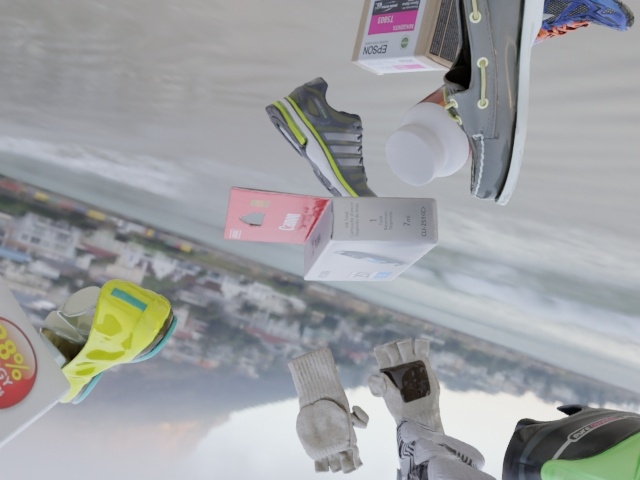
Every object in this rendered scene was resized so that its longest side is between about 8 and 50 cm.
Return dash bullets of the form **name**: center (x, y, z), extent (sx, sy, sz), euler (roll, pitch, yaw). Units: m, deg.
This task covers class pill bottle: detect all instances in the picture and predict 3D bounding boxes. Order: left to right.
- **pill bottle**: center (0.199, -0.174, 1.493), extent (0.121, 0.121, 0.216), euler (16, -140, 37)

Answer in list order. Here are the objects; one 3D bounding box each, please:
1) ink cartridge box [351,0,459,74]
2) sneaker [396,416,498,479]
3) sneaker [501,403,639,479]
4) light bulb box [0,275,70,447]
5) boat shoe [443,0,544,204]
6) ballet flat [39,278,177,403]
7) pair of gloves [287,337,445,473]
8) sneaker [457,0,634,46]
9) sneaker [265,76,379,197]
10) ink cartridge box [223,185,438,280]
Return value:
- **ink cartridge box**: center (0.178, -0.435, 1.901), extent (0.088, 0.193, 0.234), euler (15, 177, -37)
- **sneaker**: center (0.141, 0.382, 1.333), extent (0.137, 0.210, 0.366), euler (25, -179, -5)
- **sneaker**: center (0.320, 0.258, 1.094), extent (0.202, 0.185, 0.483), euler (12, 168, 25)
- **light bulb box**: center (-0.464, 0.075, 0.775), extent (0.361, 0.358, 0.225), euler (-25, -171, 37)
- **boat shoe**: center (0.173, -0.175, 1.011), extent (0.091, 0.305, 0.109), euler (-1, -147, 1)
- **ballet flat**: center (-0.204, 0.084, 0.848), extent (0.077, 0.077, 0.231), euler (35, 145, -18)
- **pair of gloves**: center (0.076, 0.266, 1.538), extent (0.240, 0.204, 0.042), euler (-9, -179, 2)
- **sneaker**: center (0.257, -0.260, 1.124), extent (0.221, 0.087, 0.083), euler (16, -171, 36)
- **sneaker**: center (0.040, -0.156, 1.692), extent (0.300, 0.121, 0.111), euler (50, 175, -27)
- **ink cartridge box**: center (0.000, 0.000, 1.321), extent (0.261, 0.066, 0.296), euler (2, 168, -7)
